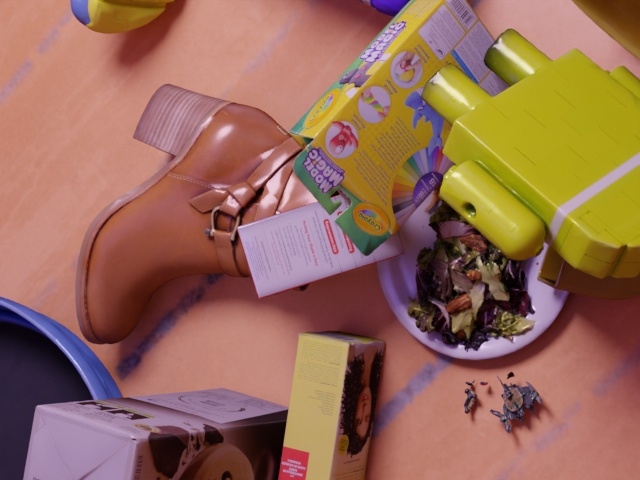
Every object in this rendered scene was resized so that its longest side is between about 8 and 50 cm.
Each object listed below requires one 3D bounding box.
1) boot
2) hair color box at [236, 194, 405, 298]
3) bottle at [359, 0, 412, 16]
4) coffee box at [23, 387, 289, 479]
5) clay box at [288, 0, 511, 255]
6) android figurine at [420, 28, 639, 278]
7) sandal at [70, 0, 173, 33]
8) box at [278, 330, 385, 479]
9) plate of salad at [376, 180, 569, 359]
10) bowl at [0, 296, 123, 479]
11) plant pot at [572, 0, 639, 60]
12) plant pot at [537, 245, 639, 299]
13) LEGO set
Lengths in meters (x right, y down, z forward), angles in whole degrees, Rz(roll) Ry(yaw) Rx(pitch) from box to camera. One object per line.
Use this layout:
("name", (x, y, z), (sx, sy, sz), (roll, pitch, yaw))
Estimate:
("boot", (-0.104, 0.007, 1.726), (0.220, 0.109, 0.283), (25, 93, 21))
("hair color box", (0.000, 0.000, 1.624), (0.141, 0.043, 0.072), (-17, 89, -1))
("bottle", (-0.019, -0.303, 1.642), (0.283, 0.118, 0.092), (28, 110, 13))
("coffee box", (-0.138, 0.234, 1.619), (0.119, 0.297, 0.168), (13, 96, 29))
("clay box", (0.070, -0.107, 1.565), (0.222, 0.127, 0.053), (-47, 30, -12))
("android figurine", (0.220, -0.065, 1.487), (0.273, 0.248, 0.056), (43, 142, 18))
("sandal", (-0.182, -0.361, 1.758), (0.138, 0.126, 0.317), (21, 92, 34))
("box", (0.004, 0.204, 1.667), (0.058, 0.087, 0.232), (11, 95, 27))
("plate of salad", (0.138, 0.011, 1.623), (0.200, 0.048, 0.200), (0, 89, 26))
("bowl", (-0.358, 0.249, 1.853), (0.391, 0.077, 0.391), (0, 89, 26))
("plant pot", (0.346, -0.255, 1.427), (0.254, 0.254, 0.239), (39, 90, 22))
("plant pot", (0.248, 0.013, 1.547), (0.083, 0.081, 0.081), (18, 93, -5))
("LEGO set", (0.171, 0.146, 1.623), (0.083, 0.023, 0.054), (23, 98, 38))
